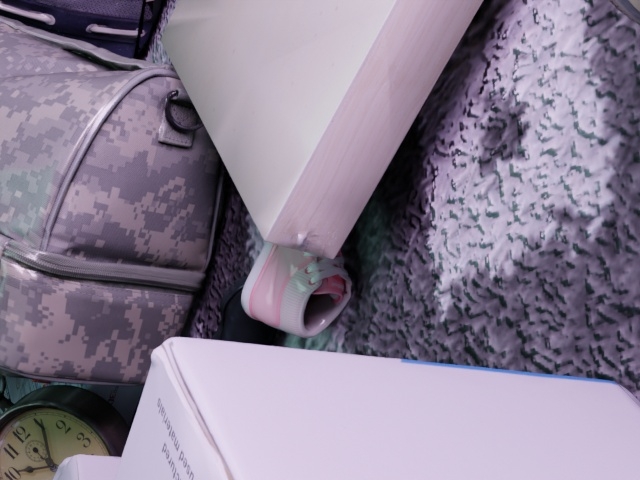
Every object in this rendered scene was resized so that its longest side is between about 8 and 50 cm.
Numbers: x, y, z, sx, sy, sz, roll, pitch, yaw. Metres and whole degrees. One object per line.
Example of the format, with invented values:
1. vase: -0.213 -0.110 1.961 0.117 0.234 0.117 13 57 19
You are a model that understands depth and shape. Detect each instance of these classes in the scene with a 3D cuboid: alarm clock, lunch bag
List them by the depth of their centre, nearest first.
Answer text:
1. lunch bag: -0.228 -0.044 0.966 0.305 0.212 0.256 23 99 40
2. alarm clock: -0.240 0.178 1.024 0.129 0.192 0.064 -42 6 18

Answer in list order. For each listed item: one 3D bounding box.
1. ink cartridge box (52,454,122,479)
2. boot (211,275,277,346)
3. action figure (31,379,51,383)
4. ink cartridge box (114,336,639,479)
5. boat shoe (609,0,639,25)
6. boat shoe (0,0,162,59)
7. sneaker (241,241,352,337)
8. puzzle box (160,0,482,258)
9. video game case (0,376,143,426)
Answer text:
1. ink cartridge box: -0.144 0.330 0.850 0.211 0.121 0.289 -55 37 41
2. boot: -0.050 0.095 0.822 0.121 0.045 0.099 118 150 -46
3. action figure: -0.263 0.078 1.125 0.038 0.030 0.115 -162 84 -67
4. ink cartridge box: 0.011 0.209 0.477 0.129 0.223 0.307 52 128 54
5. boat shoe: 0.193 -0.238 0.387 0.130 0.132 0.355 29 117 51
6. boat shoe: -0.321 -0.243 1.140 0.127 0.340 0.158 -93 17 -45
7. sneaker: 0.000 0.000 0.754 0.070 0.051 0.134 28 99 45
8. puzzle box: 0.038 -0.228 0.684 0.409 0.052 0.272 -60 33 23
9. video game case: -0.258 0.141 1.189 0.269 0.061 0.244 55 131 53
